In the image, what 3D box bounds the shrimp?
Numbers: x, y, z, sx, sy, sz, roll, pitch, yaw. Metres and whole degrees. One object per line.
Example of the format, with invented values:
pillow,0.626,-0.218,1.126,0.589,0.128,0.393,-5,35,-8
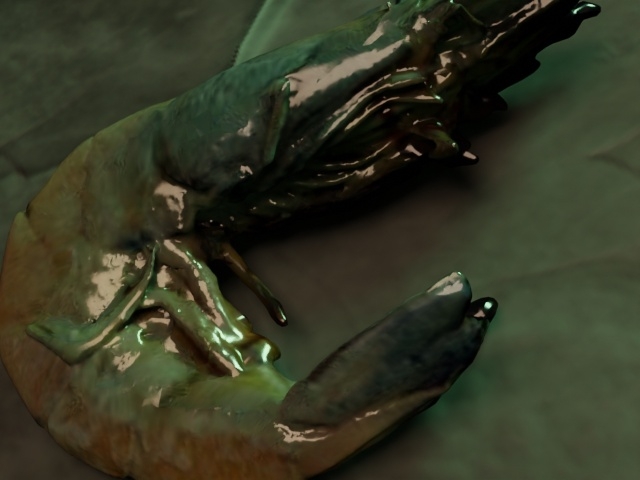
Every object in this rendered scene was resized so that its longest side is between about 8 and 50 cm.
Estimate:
shrimp,-0.003,-0.003,0.431,0.289,0.075,0.178,-24,63,7
